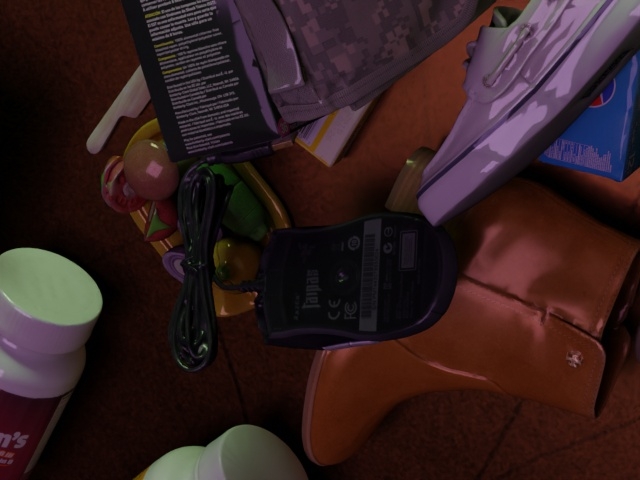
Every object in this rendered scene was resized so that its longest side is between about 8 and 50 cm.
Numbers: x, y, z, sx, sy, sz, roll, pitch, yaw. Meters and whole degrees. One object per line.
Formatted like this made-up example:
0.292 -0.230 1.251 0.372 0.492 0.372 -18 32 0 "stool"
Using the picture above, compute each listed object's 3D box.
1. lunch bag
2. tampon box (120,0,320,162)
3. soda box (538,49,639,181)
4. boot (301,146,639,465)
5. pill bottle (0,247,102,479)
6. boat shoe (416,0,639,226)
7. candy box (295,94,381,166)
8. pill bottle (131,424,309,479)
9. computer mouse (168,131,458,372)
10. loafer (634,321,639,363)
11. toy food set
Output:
0.011 -0.236 1.294 0.169 0.287 0.235 -13 112 32 "lunch bag"
-0.067 -0.156 1.451 0.101 0.120 0.161 -11 101 29 "tampon box"
0.209 -0.154 1.368 0.067 0.071 0.210 17 115 24 "soda box"
0.117 0.092 1.483 0.211 0.104 0.295 30 113 22 "boot"
-0.278 0.121 1.697 0.121 0.121 0.221 36 121 12 "pill bottle"
0.143 -0.122 1.318 0.088 0.096 0.267 48 123 12 "boat shoe"
-0.044 -0.159 1.526 0.206 0.027 0.105 38 118 10 "candy box"
-0.122 0.261 1.656 0.245 0.136 0.136 -40 87 33 "pill bottle"
0.000 0.000 1.468 0.262 0.060 0.184 -11 71 33 "computer mouse"
0.278 0.039 1.412 0.050 0.056 0.148 36 121 19 "loafer"
-0.120 -0.030 1.588 0.218 0.071 0.128 51 123 3 "toy food set"
